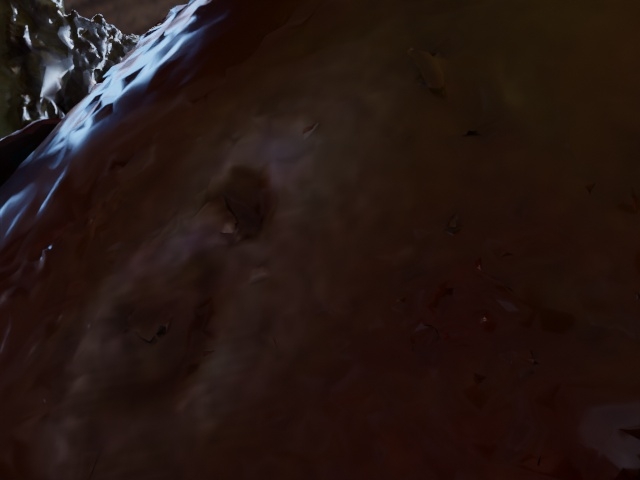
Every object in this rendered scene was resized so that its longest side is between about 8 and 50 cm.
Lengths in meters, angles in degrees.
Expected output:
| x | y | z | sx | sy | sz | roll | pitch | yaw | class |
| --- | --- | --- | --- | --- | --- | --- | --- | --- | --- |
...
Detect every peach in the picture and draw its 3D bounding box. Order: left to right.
| x | y | z | sx | sy | sz | roll | pitch | yaw | class |
| --- | --- | --- | --- | --- | --- | --- | --- | --- | --- |
| 0.058 | 0.080 | 0.485 | 0.416 | 0.353 | 0.339 | -44 | -76 | -4 | peach |

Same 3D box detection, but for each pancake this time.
| x | y | z | sx | sy | sz | roll | pitch | yaw | class |
| --- | --- | --- | --- | --- | --- | --- | --- | --- | --- |
| -0.124 | -0.038 | 1.161 | 0.057 | 0.244 | 0.266 | -27 | -97 | 39 | pancake |
